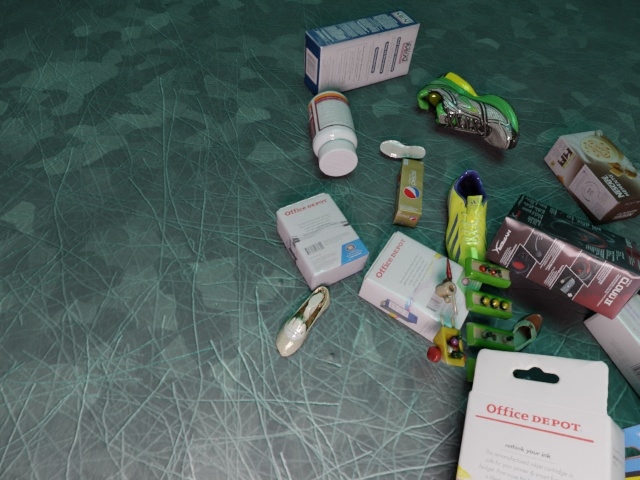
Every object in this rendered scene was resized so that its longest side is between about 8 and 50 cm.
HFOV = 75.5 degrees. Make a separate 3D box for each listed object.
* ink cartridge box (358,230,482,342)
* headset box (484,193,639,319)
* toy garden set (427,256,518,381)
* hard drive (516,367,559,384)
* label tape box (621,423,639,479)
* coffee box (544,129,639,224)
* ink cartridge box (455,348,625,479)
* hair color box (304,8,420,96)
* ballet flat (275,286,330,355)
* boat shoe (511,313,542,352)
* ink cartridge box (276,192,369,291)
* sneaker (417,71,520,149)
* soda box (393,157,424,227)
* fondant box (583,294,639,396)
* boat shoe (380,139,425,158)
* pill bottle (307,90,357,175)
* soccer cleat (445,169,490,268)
[{"bbox_3d":[0.212,0.100,0.892,0.212,0.093,0.154,31,59,12],"label":"ink cartridge box"},{"bbox_3d":[0.536,0.027,0.892,0.293,0.110,0.218,29,31,21],"label":"headset box"},{"bbox_3d":[0.301,0.143,0.794,0.204,0.049,0.244,16,66,-22],"label":"toy garden set"},{"bbox_3d":[0.423,0.296,0.820,0.135,0.022,0.094,-16,59,-15],"label":"hard drive"},{"bbox_3d":[0.601,0.401,0.633,0.106,0.240,0.333,-34,65,-24],"label":"label tape box"},{"bbox_3d":[0.750,-0.175,1.118,0.141,0.098,0.246,-11,58,-12],"label":"coffee box"},{"bbox_3d":[0.326,0.359,0.621,0.207,0.119,0.353,-6,56,45],"label":"ink cartridge box"},{"bbox_3d":[0.124,-0.585,1.294,0.347,0.173,0.105,-22,59,-19],"label":"hair color box"},{"bbox_3d":[-0.037,0.160,0.853,0.057,0.052,0.168,29,59,14],"label":"ballet flat"},{"bbox_3d":[0.430,0.196,0.876,0.137,0.043,0.049,-31,62,-24],"label":"boat shoe"},{"bbox_3d":[0.000,0.000,0.946,0.140,0.082,0.190,-22,59,-19],"label":"ink cartridge box"},{"bbox_3d":[0.425,-0.359,1.212,0.146,0.134,0.343,-33,56,-16],"label":"sneaker"},{"bbox_3d":[0.227,-0.123,1.061,0.058,0.061,0.181,12,56,2],"label":"soda box"},{"bbox_3d":[0.780,0.208,0.867,0.331,0.096,0.238,-15,58,-15],"label":"fondant box"},{"bbox_3d":[0.230,-0.254,1.163,0.125,0.038,0.046,7,98,6],"label":"boat shoe"},{"bbox_3d":[0.034,-0.289,1.119,0.121,0.121,0.221,-3,57,-7],"label":"pill bottle"},{"bbox_3d":[0.353,-0.044,0.982,0.094,0.121,0.289,6,56,-1],"label":"soccer cleat"}]
